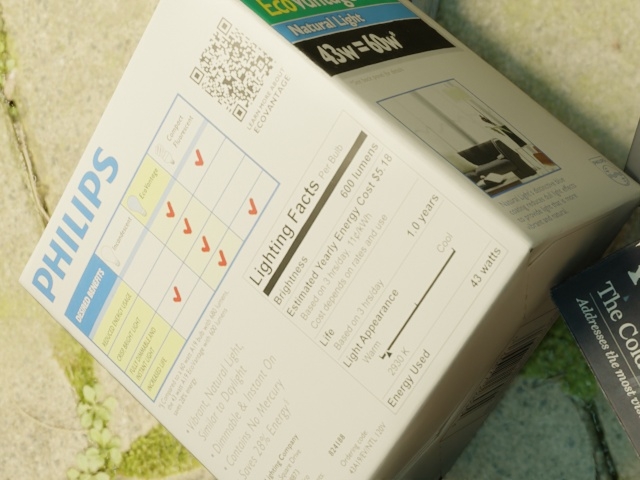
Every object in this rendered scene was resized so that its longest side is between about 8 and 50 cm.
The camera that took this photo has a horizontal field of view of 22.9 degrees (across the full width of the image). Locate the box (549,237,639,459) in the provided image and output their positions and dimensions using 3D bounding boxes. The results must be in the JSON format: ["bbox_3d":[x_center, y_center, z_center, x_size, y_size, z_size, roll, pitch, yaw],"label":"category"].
[{"bbox_3d":[0.402,0.105,1.179,0.312,0.179,0.343,-32,78,22],"label":"box"}]

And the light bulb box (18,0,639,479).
[{"bbox_3d":[0.000,0.000,1.311,0.361,0.225,0.358,42,121,18],"label":"light bulb box"}]

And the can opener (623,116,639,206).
[{"bbox_3d":[0.300,-0.167,1.295,0.095,0.076,0.283,29,107,56],"label":"can opener"}]

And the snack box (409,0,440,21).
[{"bbox_3d":[0.016,-0.293,1.417,0.207,0.070,0.174,15,99,27],"label":"snack box"}]
